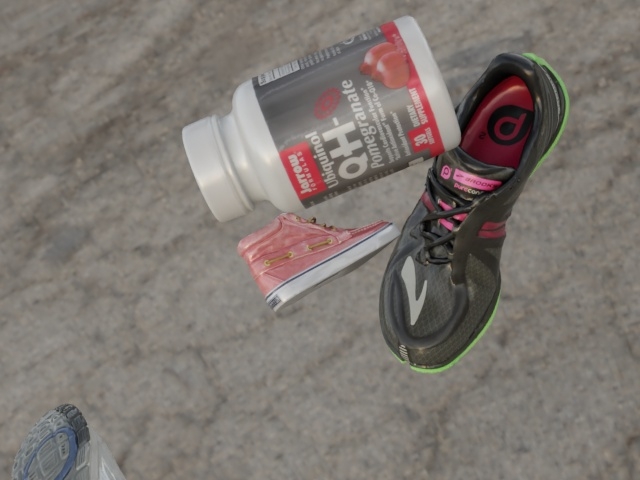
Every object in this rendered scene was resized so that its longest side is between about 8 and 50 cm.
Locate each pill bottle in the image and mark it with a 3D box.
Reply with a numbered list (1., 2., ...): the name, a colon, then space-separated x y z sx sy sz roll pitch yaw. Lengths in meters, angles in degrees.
1. pill bottle: -0.001 -0.140 1.433 0.318 0.176 0.176 -22 31 4

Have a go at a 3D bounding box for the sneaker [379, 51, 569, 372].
1. sneaker: 0.195 -0.052 1.627 0.185 0.202 0.483 18 84 24

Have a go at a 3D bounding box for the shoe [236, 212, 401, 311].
1. shoe: 0.000 0.000 1.180 0.178 0.081 0.063 -28 -10 -33

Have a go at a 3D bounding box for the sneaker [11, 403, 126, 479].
1. sneaker: -0.252 0.306 1.294 0.111 0.129 0.297 -39 47 1
